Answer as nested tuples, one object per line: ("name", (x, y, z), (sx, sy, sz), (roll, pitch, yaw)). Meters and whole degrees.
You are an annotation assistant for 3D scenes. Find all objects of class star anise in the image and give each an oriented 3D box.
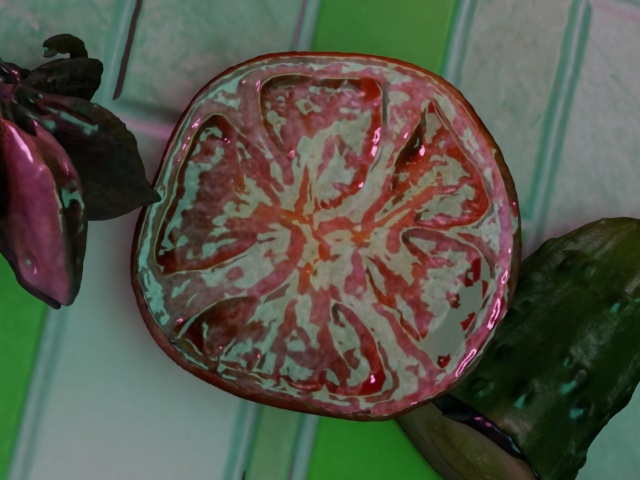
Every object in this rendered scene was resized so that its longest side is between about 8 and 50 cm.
("star anise", (-0.198, -0.068, 1.045), (0.236, 0.093, 0.229), (8, 49, -27))

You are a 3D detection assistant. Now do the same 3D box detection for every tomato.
("tomato", (0.000, 0.000, 1.148), (0.236, 0.095, 0.237), (0, 86, -6))

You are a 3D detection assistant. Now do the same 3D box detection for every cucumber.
("cucumber", (0.161, 0.063, 1.229), (0.244, 0.134, 0.134), (-46, 108, -25))
